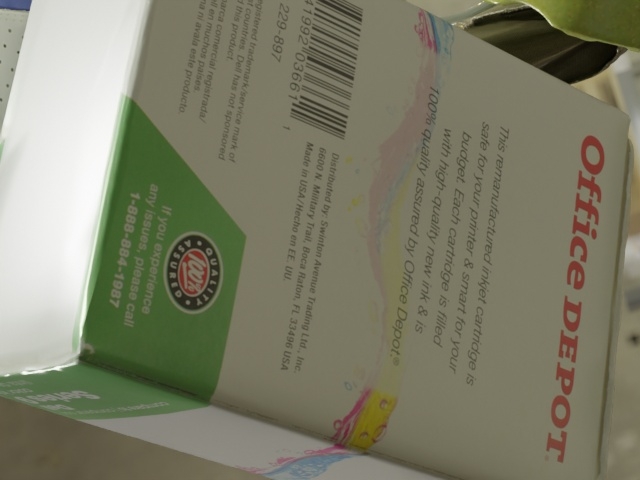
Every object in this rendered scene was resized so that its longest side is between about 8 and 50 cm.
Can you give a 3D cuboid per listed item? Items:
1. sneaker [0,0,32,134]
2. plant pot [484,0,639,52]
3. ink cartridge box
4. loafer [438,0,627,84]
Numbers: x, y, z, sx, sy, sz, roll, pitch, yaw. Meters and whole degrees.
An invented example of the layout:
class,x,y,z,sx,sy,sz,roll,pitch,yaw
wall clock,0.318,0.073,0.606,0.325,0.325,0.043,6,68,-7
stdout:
class,x,y,z,sx,sy,sz,roll,pitch,yaw
sneaker,-0.204,-0.044,0.737,0.182,0.315,0.127,16,-149,-21
plant pot,0.216,-0.278,1.266,0.276,0.276,0.254,-71,-2,-72
ink cartridge box,0.000,0.000,0.605,0.212,0.093,0.154,21,-111,-33
loafer,0.128,-0.137,1.424,0.087,0.251,0.094,-82,-26,-55
